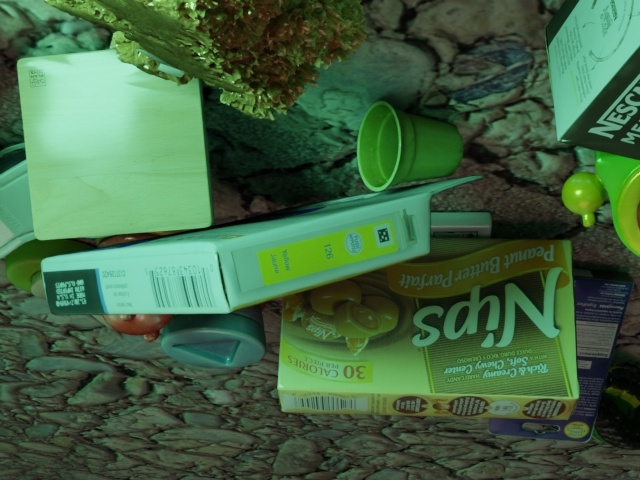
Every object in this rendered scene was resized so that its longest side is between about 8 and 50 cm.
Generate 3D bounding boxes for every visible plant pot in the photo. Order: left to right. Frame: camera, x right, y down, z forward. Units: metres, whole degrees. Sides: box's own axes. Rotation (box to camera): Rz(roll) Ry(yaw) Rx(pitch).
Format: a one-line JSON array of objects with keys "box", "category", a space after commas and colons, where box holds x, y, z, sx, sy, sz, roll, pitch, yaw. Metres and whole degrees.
[{"box": [0.088, -0.086, 1.167, 0.079, 0.083, 0.083, 2, 158, -25], "category": "plant pot"}]

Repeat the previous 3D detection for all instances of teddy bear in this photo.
[{"box": [-0.084, -0.177, 0.905, 0.245, 0.113, 0.338, 19, 175, 19], "category": "teddy bear"}]

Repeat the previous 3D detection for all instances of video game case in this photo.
[{"box": [0.098, 0.013, 1.435, 0.190, 0.022, 0.173, 0, 154, 5], "category": "video game case"}]

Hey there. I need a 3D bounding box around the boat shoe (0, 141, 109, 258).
[{"box": [-0.276, -0.056, 1.254, 0.302, 0.091, 0.114, -11, 127, 20], "category": "boat shoe"}]

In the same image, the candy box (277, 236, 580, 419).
[{"box": [0.115, 0.093, 1.361, 0.316, 0.183, 0.087, 2, 155, 2], "category": "candy box"}]

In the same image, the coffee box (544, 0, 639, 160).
[{"box": [0.297, -0.177, 0.852, 0.168, 0.119, 0.297, 11, 147, -16], "category": "coffee box"}]

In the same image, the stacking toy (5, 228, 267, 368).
[{"box": [-0.225, 0.092, 1.514, 0.279, 0.130, 0.309, -11, 151, 27], "category": "stacking toy"}]

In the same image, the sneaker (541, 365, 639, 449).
[{"box": [0.310, 0.200, 1.684, 0.146, 0.134, 0.343, -3, 151, 41], "category": "sneaker"}]

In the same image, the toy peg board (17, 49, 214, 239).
[{"box": [-0.176, -0.089, 1.126, 0.161, 0.161, 0.079, -4, -175, 7], "category": "toy peg board"}]

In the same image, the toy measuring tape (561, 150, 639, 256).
[{"box": [0.394, -0.037, 1.173, 0.330, 0.121, 0.121, -2, 155, 12], "category": "toy measuring tape"}]

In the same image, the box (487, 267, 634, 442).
[{"box": [0.282, 0.137, 1.508, 0.136, 0.036, 0.225, 6, 113, -7], "category": "box"}]

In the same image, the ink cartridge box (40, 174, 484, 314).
[{"box": [-0.053, 0.009, 1.160, 0.307, 0.072, 0.303, -11, -177, -38], "category": "ink cartridge box"}]
